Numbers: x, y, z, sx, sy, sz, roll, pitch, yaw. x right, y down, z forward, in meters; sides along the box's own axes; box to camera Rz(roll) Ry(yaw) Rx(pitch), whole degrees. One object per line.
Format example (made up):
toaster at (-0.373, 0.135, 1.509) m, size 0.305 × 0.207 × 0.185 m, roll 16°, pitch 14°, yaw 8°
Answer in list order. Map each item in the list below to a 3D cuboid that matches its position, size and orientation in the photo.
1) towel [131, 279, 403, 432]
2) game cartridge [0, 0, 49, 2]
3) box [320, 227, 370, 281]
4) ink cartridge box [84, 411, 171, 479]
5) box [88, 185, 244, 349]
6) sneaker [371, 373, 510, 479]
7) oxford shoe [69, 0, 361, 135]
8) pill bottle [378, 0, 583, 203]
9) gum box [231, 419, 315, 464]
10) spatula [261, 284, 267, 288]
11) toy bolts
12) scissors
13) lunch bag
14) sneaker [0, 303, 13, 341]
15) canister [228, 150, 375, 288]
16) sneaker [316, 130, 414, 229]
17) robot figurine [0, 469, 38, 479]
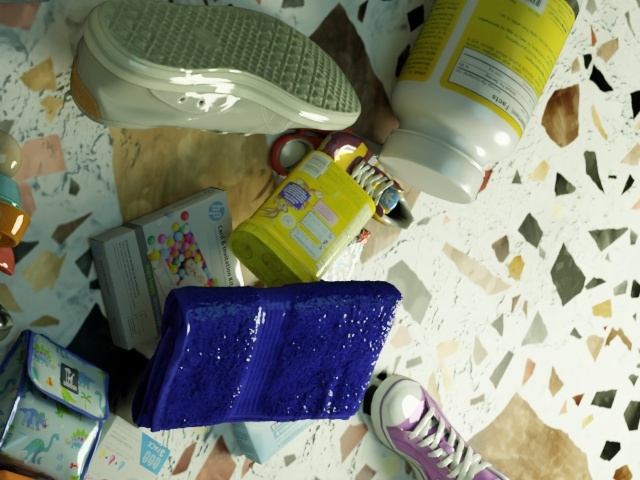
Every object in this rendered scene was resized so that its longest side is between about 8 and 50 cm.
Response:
towel at (-0.063, 0.148, 1.822) m, size 0.308 × 0.076 × 0.227 m, roll -3°, pitch 134°, yaw -28°
game cartridge at (-0.375, -0.397, 1.557) m, size 0.196 × 0.060 × 0.294 m, roll -9°, pitch 105°, yaw -43°
box at (0.000, 0.000, 1.991) m, size 0.137 × 0.027 × 0.094 m, roll 33°, pitch 77°, yaw -40°
ink cartridge box at (-0.275, 0.305, 1.797) m, size 0.104 × 0.062 × 0.181 m, roll 41°, pitch 73°, yaw -39°
box at (-0.186, 0.033, 1.829) m, size 0.186 × 0.038 × 0.145 m, roll -26°, pitch 117°, yaw -36°
sneaker at (0.192, 0.306, 2.142) m, size 0.102 × 0.161 × 0.282 m, roll -50°, pitch 126°, yaw -19°
oxford shoe at (-0.125, -0.191, 1.782) m, size 0.449 × 0.169 × 0.130 m, roll 1°, pitch 140°, yaw -49°
pill bottle at (0.211, -0.227, 2.017) m, size 0.188 × 0.188 × 0.334 m, roll 34°, pitch 77°, yaw -40°
gum box at (-0.063, 0.177, 1.967) m, size 0.157 × 0.041 × 0.184 m, roll -36°, pitch 122°, yaw -28°
spatula at (-0.059, 0.057, 1.908) m, size 0.296 × 0.030 × 0.084 m, roll -44°, pitch 127°, yaw -31°
toy bolts at (-0.369, -0.069, 1.550) m, size 0.228 × 0.218 × 0.158 m, roll 46°, pitch 51°, yaw -63°
scissors at (0.043, -0.142, 2.001) m, size 0.297 × 0.021 × 0.109 m, roll -3°, pitch 102°, yaw -40°
lunch bag at (-0.319, 0.195, 1.719) m, size 0.129 × 0.096 × 0.151 m, roll 36°, pitch 62°, yaw -38°
sneaker at (-0.460, 0.100, 1.586) m, size 0.267 × 0.101 × 0.106 m, roll 2°, pitch 118°, yaw -40°
canister at (-0.020, -0.019, 1.883) m, size 0.126 × 0.073 × 0.170 m, roll 45°, pitch 56°, yaw -8°
sneaker at (0.066, -0.080, 1.973) m, size 0.069 × 0.084 × 0.185 m, roll -52°, pitch 138°, yaw -2°
robot figurine at (-0.381, 0.323, 1.663) m, size 0.219 × 0.128 × 0.158 m, roll 31°, pitch 81°, yaw -37°
